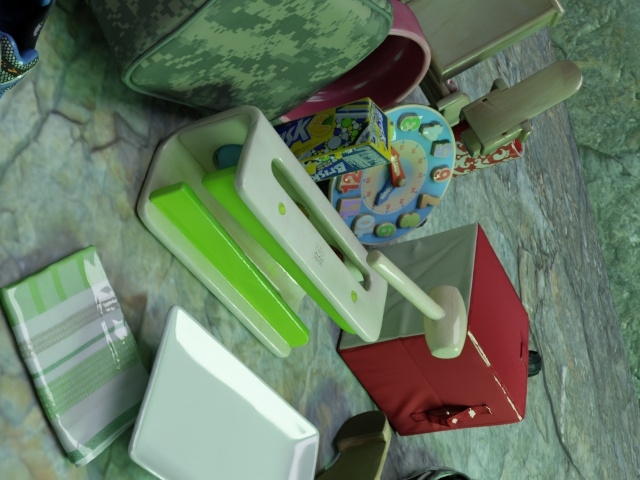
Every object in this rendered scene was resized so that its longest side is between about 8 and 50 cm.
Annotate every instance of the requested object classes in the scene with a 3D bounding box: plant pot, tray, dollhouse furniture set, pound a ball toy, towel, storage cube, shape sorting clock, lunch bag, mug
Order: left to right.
[{"bbox_3d":[-0.188,0.089,0.700,0.113,0.023,0.152,-39,113,-61],"label":"towel"},{"bbox_3d":[-0.096,-0.276,0.836,0.256,0.213,0.305,64,23,12],"label":"lunch bag"},{"bbox_3d":[-0.084,0.187,0.798,0.270,0.030,0.145,51,39,-43],"label":"tray"},{"bbox_3d":[0.000,0.000,0.892,0.319,0.208,0.135,50,38,-40],"label":"pound a ball toy"},{"bbox_3d":[0.010,-0.262,1.067,0.201,0.201,0.180,20,45,-58],"label":"plant pot"},{"bbox_3d":[0.100,-0.084,1.160,0.206,0.206,0.040,49,-2,-42],"label":"shape sorting clock"},{"bbox_3d":[0.158,0.122,1.158,0.193,0.184,0.215,56,34,-33],"label":"storage cube"},{"bbox_3d":[0.241,-0.166,1.456,0.150,0.169,0.113,14,66,-60],"label":"mug"},{"bbox_3d":[0.222,-0.253,1.240,0.303,0.174,0.355,62,1,9],"label":"dollhouse furniture set"}]

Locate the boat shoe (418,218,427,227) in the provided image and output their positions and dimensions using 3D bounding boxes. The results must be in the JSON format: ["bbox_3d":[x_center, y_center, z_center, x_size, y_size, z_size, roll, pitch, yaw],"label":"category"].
[{"bbox_3d":[0.078,-0.092,1.227,0.227,0.069,0.081,51,37,-40],"label":"boat shoe"}]

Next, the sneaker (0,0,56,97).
[{"bbox_3d":[-0.240,-0.202,0.664,0.083,0.087,0.221,26,56,-57],"label":"sneaker"}]

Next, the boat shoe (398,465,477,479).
[{"bbox_3d":[0.160,0.357,1.127,0.335,0.119,0.121,17,63,-59],"label":"boat shoe"}]

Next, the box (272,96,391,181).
[{"bbox_3d":[-0.008,-0.101,0.962,0.054,0.169,0.059,35,50,-53],"label":"box"}]

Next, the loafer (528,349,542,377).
[{"bbox_3d":[0.353,0.215,1.594,0.223,0.076,0.078,1,85,-58],"label":"loafer"}]

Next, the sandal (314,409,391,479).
[{"bbox_3d":[0.042,0.284,0.978,0.079,0.088,0.240,70,22,-13],"label":"sandal"}]
